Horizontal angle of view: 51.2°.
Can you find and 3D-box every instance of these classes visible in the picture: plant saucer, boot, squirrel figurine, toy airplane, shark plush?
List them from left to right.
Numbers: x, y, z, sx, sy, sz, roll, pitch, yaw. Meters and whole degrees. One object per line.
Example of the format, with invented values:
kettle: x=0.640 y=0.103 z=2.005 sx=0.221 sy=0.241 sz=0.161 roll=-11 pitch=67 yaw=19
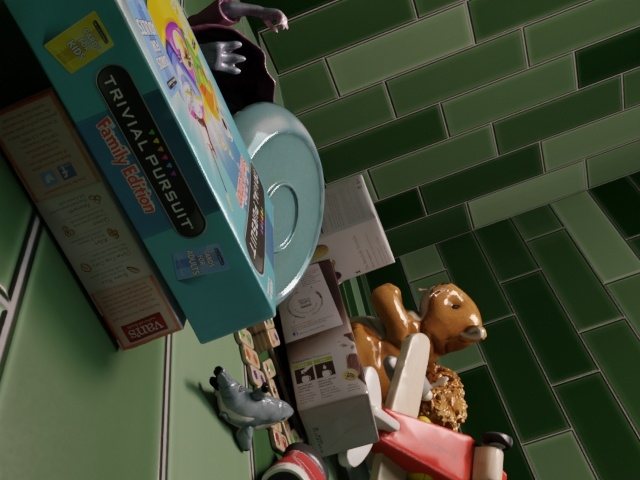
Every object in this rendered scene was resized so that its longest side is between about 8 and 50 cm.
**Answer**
shark plush: x=-0.090 y=0.183 z=0.806 sx=0.073 sy=0.067 sz=0.161 roll=-102 pitch=169 yaw=-51
plant saucer: x=-0.071 y=-0.035 z=0.952 sx=0.318 sy=0.044 sz=0.317 roll=-32 pitch=127 yaw=-55
boot: x=0.005 y=0.394 z=0.886 sx=0.176 sy=0.089 sz=0.244 roll=33 pitch=34 yaw=-82
plant saucer: x=0.092 y=0.500 z=1.476 sx=0.195 sy=0.038 sz=0.194 roll=-20 pitch=90 yaw=-84
toy airplane: x=0.154 y=0.415 z=1.328 sx=0.384 sy=0.386 sz=0.272 roll=63 pitch=-34 yaw=11
squirrel figurine: x=0.227 y=0.290 z=1.638 sx=0.281 sy=0.371 sz=0.396 roll=85 pitch=-10 yaw=-79

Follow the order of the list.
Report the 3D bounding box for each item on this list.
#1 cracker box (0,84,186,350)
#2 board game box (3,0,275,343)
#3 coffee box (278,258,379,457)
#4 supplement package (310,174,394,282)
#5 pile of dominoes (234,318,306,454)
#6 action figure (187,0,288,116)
cracker box: x=-0.193 y=-0.036 z=0.626 sx=0.155 sy=0.067 sz=0.232 roll=-94 pitch=161 yaw=-68
board game box: x=-0.142 y=-0.112 z=0.638 sx=0.253 sy=0.079 sz=0.336 roll=-99 pitch=167 yaw=-63
coffee box: x=0.006 y=0.202 z=1.185 sx=0.168 sy=0.119 sz=0.297 roll=76 pitch=-1 yaw=-46
supplement package: x=0.000 y=0.000 z=1.313 sx=0.133 sy=0.244 sz=0.139 roll=-104 pitch=170 yaw=-47
pile of dominoes: x=-0.068 y=0.205 z=1.044 sx=0.196 sy=0.040 sz=0.251 roll=26 pitch=44 yaw=-81
action figure: x=-0.195 y=-0.262 z=1.072 sx=0.370 sy=0.276 sz=0.248 roll=52 pitch=-45 yaw=51
